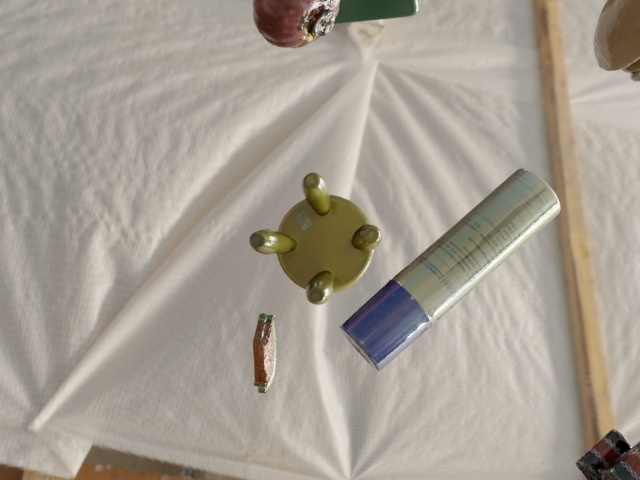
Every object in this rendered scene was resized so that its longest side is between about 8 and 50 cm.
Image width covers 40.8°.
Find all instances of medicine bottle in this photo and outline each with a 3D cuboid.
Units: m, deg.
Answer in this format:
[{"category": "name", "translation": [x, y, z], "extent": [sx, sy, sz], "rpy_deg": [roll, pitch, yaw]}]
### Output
[{"category": "medicine bottle", "translation": [0.122, 0.026, 0.803], "extent": [0.231, 0.059, 0.059], "rpy_deg": [-40, -101, -8]}]

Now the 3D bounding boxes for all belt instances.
[{"category": "belt", "translation": [0.518, 0.442, 1.269], "extent": [0.094, 0.126, 0.359], "rpy_deg": [-38, -85, -13]}]

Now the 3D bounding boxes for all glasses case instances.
[{"category": "glasses case", "translation": [0.030, -0.315, 1.080], "extent": [0.184, 0.077, 0.039], "rpy_deg": [-1, -132, 17]}]

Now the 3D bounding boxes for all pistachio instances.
[{"category": "pistachio", "translation": [0.391, -0.261, 0.979], "extent": [0.126, 0.223, 0.152], "rpy_deg": [17, -116, -2]}]

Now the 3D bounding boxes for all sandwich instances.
[{"category": "sandwich", "translation": [-0.077, 0.150, 1.172], "extent": [0.026, 0.101, 0.069], "rpy_deg": [1, -166, 10]}]

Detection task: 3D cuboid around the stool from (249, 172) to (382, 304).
[{"category": "stool", "translation": [0.000, 0.000, 0.910], "extent": [0.135, 0.110, 0.134], "rpy_deg": [-2, -93, 7]}]

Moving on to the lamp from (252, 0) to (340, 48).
[{"category": "lamp", "translation": [-0.025, -0.247, 0.897], "extent": [0.101, 0.101, 0.090], "rpy_deg": [-30, -121, -33]}]
